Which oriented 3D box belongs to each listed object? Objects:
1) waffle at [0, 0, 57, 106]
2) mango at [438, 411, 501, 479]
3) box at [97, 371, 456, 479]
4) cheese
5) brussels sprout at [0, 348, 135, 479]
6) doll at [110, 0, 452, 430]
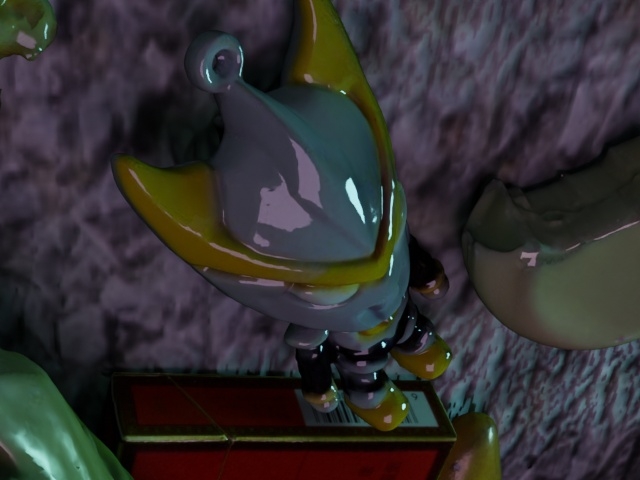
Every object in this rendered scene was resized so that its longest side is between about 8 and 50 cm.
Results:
[{"bbox_3d":[-0.292,-0.116,0.491,0.297,0.073,0.317,-30,130,7],"label":"waffle"},{"bbox_3d":[0.107,0.180,0.855,0.079,0.057,0.114,-15,129,-41],"label":"mango"},{"bbox_3d":[-0.041,0.171,0.797,0.239,0.074,0.153,4,130,-20],"label":"box"},{"bbox_3d":[0.209,0.030,0.768,0.163,0.071,0.249,-36,130,11],"label":"cheese"},{"bbox_3d":[-0.235,0.206,0.625,0.289,0.281,0.355,11,107,18],"label":"brussels sprout"},{"bbox_3d":[-0.003,0.004,0.662,0.145,0.103,0.316,-29,135,0],"label":"doll"}]
